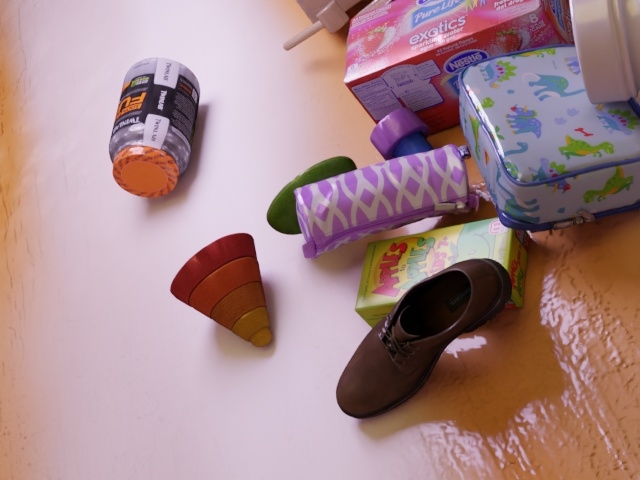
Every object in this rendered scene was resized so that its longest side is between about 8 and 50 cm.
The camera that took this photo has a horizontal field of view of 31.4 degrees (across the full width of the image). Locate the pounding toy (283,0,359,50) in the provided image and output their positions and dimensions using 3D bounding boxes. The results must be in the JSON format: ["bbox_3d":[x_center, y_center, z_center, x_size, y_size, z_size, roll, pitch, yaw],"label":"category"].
[{"bbox_3d":[-0.002,-0.353,1.584,0.181,0.094,0.206,-35,20,10],"label":"pounding toy"}]

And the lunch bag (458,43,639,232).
[{"bbox_3d":[0.249,-0.111,1.195,0.176,0.090,0.219,-13,45,-4],"label":"lunch bag"}]

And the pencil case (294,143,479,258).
[{"bbox_3d":[0.072,-0.041,1.270,0.206,0.086,0.088,-16,52,0],"label":"pencil case"}]

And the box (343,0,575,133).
[{"bbox_3d":[0.170,-0.230,1.361,0.256,0.128,0.123,-18,47,28],"label":"box"}]

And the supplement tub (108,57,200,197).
[{"bbox_3d":[-0.240,-0.162,1.643,0.117,0.117,0.190,-20,45,25],"label":"supplement tub"}]

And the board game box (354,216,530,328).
[{"bbox_3d":[0.130,0.035,1.229,0.181,0.043,0.092,-11,50,32],"label":"board game box"}]

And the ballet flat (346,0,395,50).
[{"bbox_3d":[0.157,-0.343,1.495,0.316,0.107,0.106,-35,25,9],"label":"ballet flat"}]

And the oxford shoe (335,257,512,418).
[{"bbox_3d":[0.083,0.097,1.147,0.227,0.096,0.083,-49,64,21],"label":"oxford shoe"}]

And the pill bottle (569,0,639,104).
[{"bbox_3d":[0.407,-0.221,1.083,0.318,0.176,0.176,-9,50,19],"label":"pill bottle"}]

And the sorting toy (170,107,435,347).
[{"bbox_3d":[0.000,0.000,1.348,0.365,0.127,0.126,-37,70,3],"label":"sorting toy"}]
